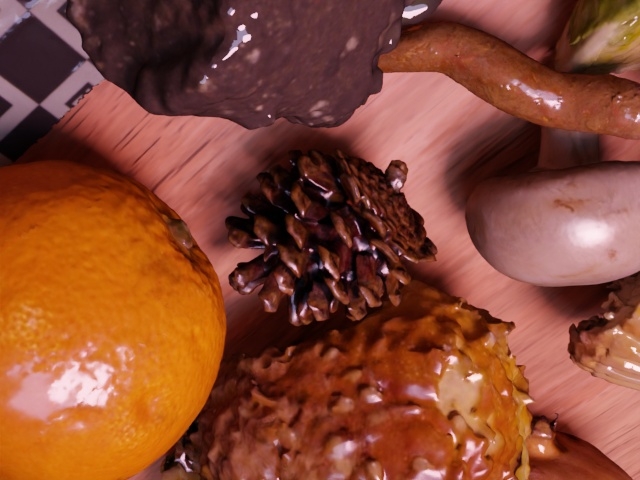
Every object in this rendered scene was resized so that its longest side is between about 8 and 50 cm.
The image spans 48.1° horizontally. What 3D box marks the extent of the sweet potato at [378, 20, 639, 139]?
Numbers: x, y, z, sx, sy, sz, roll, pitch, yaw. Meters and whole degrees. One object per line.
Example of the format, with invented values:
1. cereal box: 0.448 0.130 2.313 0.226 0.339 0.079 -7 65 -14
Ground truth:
1. sweet potato: 0.165 -0.157 0.671 0.281 0.059 0.067 23 140 13

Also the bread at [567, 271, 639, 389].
1. bread: 0.411 0.069 0.811 0.274 0.149 0.274 -36 156 -19

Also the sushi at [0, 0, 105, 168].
1. sushi: -0.278 -0.268 0.555 0.359 0.064 0.343 -39 133 11

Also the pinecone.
1. pinecone: 0.000 -0.001 0.731 0.212 0.169 0.185 -22 123 37

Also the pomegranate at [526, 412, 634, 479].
1. pomegranate: 0.287 0.388 0.977 0.338 0.338 0.338 -5 125 -7

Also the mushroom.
1. mushroom: 0.254 -0.059 0.741 0.207 0.207 0.215 -1 91 -9

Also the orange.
1. orange: -0.238 0.076 0.659 0.312 0.312 0.312 -5 125 -7

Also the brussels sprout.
1. brussels sprout: 0.297 -0.216 0.660 0.181 0.139 0.101 -20 85 29

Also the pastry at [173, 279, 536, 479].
1. pastry: 0.060 0.253 0.813 0.405 0.338 0.292 -22 164 3

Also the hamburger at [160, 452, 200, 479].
1. hamburger: -0.110 0.351 0.977 0.207 0.135 0.155 -5 127 -9

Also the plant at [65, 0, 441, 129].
1. plant: -0.038 -0.195 0.550 0.276 0.188 0.199 -19 140 -47
